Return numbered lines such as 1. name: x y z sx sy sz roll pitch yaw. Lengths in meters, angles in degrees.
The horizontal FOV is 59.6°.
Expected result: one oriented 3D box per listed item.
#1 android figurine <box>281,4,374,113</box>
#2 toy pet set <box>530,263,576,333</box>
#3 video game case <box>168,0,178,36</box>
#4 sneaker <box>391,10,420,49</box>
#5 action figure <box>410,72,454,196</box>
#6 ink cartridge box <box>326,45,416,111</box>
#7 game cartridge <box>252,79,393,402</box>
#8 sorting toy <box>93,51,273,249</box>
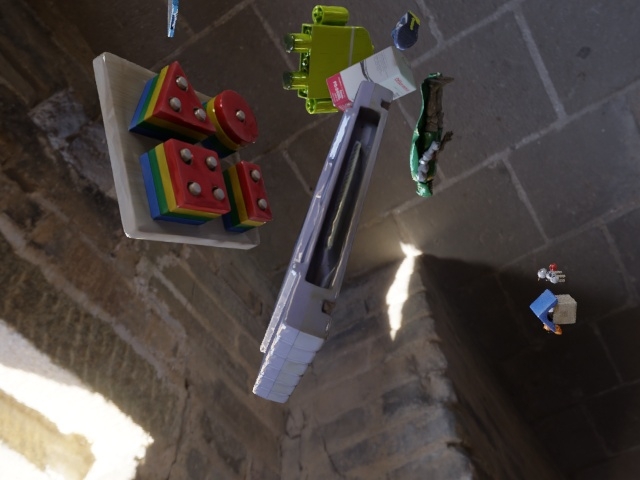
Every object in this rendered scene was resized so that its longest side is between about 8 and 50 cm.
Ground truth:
1. android figurine: 0.028 -0.433 1.352 0.272 0.056 0.249 -16 121 -36
2. toy pet set: 0.395 0.116 0.982 0.065 0.114 0.122 -4 108 3
3. video game case: -0.355 -0.583 1.346 0.015 0.166 0.119 1 85 -19
4. sneaker: 0.201 -0.495 1.349 0.053 0.144 0.059 39 136 -17
5. action figure: 0.213 -0.194 1.075 0.063 0.137 0.233 17 121 26
6. ink cartridge box: 0.105 -0.316 1.127 0.150 0.109 0.063 -20 79 25
7. game cartridge: 0.000 0.000 0.692 0.068 0.355 0.230 22 145 -6
8. sorting toy: -0.173 -0.129 0.806 0.089 0.257 0.256 -22 75 27
